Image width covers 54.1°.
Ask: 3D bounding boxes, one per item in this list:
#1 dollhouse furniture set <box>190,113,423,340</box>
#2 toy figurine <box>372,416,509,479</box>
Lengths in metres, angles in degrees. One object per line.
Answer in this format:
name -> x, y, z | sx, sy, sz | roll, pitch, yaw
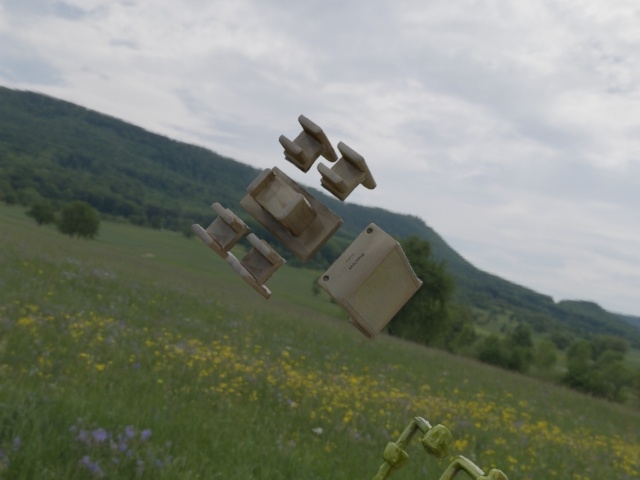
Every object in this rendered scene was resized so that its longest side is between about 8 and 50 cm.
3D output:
dollhouse furniture set -> 0.000, 0.000, 0.837 | 0.242, 0.212, 0.161 | 40, -5, 29
toy figurine -> -0.008, 0.160, 0.285 | 0.217, 0.191, 0.362 | 36, -2, -16
